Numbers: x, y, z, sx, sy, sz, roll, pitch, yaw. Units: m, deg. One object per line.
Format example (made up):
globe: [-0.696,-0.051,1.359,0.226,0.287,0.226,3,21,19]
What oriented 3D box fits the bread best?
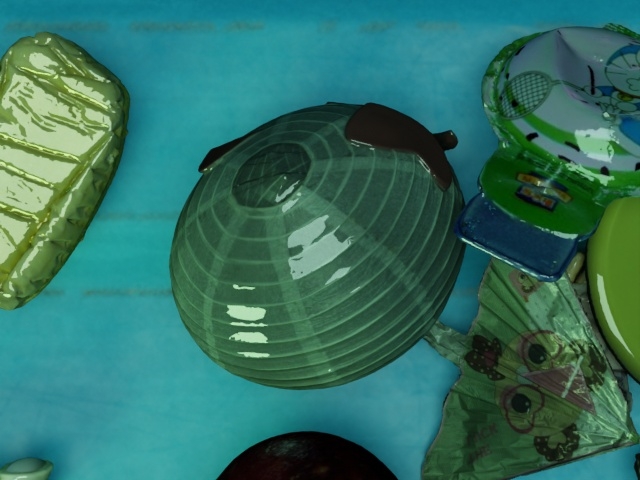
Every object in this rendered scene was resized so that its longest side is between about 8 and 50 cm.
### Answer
bread: [-0.255,-0.060,1.496,0.140,0.106,0.236,30,92,0]

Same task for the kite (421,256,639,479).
kite: [0.162,0.109,1.481,0.267,0.013,0.323,26,114,30]

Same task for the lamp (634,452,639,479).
lamp: [0.399,0.218,1.511,0.250,0.101,0.101,5,93,-5]

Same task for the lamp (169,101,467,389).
lamp: [0.000,0.000,1.435,0.265,0.233,0.233,-17,92,8]

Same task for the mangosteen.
mangosteen: [0.012,0.275,1.479,0.261,0.235,0.236,-9,94,-43]

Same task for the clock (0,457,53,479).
clock: [-0.329,0.330,1.517,0.276,0.120,0.379,-20,97,5]

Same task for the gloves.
gloves: [0.229,0.092,1.506,0.110,0.094,0.144,20,72,-9]

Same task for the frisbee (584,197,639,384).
frisbee: [0.336,0.030,1.497,0.236,0.017,0.236,3,80,-19]

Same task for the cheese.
cheese: [0.216,-0.083,1.430,0.204,0.083,0.320,27,48,12]
